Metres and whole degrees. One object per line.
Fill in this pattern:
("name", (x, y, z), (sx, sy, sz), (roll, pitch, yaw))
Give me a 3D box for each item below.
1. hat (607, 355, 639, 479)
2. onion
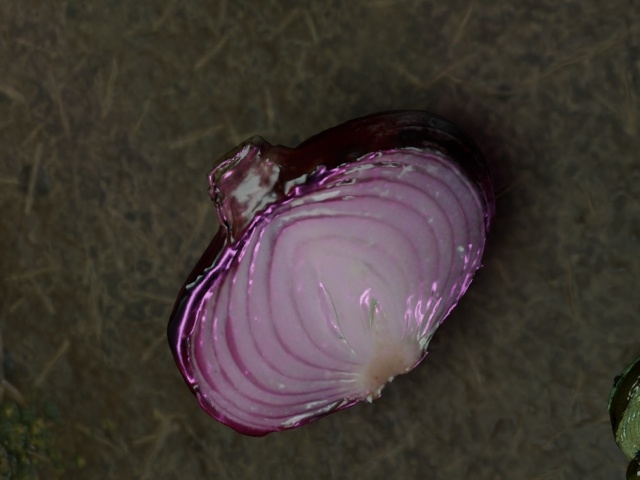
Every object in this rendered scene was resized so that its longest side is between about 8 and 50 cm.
("hat", (0.185, 0.090, 1.004), (0.077, 0.059, 0.076), (-41, 83, 20))
("onion", (0.000, 0.000, 1.055), (0.206, 0.098, 0.151), (-37, 106, 19))
